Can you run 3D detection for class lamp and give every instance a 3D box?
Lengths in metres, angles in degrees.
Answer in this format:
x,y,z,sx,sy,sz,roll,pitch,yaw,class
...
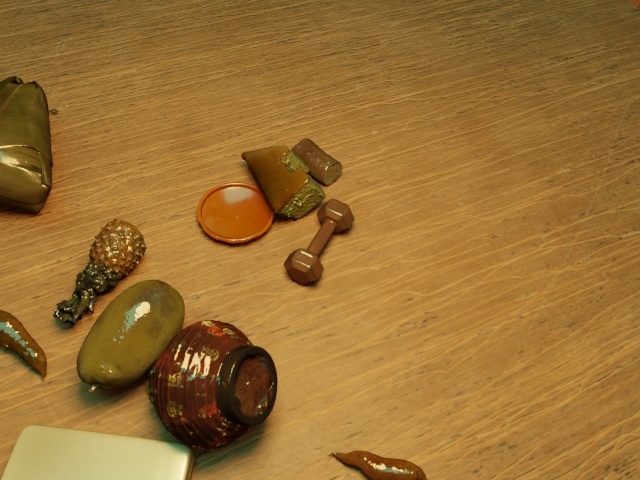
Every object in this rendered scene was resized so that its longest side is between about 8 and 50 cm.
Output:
x,y,z,sx,sy,sz,roll,pitch,yaw,class
-0.208,0.267,1.054,0.247,0.247,0.247,3,55,-4,lamp

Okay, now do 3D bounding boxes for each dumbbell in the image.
x,y,z,sx,sy,sz,roll,pitch,yaw,class
0.000,0.000,1.346,0.092,0.082,0.231,25,56,10,dumbbell

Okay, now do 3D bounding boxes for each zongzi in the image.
x,y,z,sx,sy,sz,roll,pitch,yaw,class
-0.823,-0.288,1.316,0.418,0.181,0.447,8,49,-35,zongzi

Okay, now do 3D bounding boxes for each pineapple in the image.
x,y,z,sx,sy,sz,roll,pitch,yaw,class
-0.485,0.072,1.225,0.125,0.125,0.251,24,61,11,pineapple

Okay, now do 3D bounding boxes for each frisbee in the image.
x,y,z,sx,sy,sz,roll,pitch,yaw,class
-0.210,-0.066,1.398,0.192,0.035,0.192,4,53,-5,frisbee

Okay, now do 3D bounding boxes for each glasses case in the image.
x,y,z,sx,sy,sz,roll,pitch,yaw,class
-0.394,0.420,1.011,0.312,0.070,0.131,7,54,-2,glasses case

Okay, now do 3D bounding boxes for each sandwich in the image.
x,y,z,sx,sy,sz,roll,pitch,yaw,class
-0.098,-0.169,1.419,0.128,0.122,0.236,-41,60,13,sandwich

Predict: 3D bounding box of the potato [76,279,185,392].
x,y,z,sx,sy,sz,roll,pitch,yaw,class
-0.375,0.192,1.109,0.159,0.174,0.251,13,54,28,potato

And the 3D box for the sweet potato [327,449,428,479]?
x,y,z,sx,sy,sz,roll,pitch,yaw,class
0.108,0.433,1.073,0.195,0.056,0.056,14,54,11,sweet potato

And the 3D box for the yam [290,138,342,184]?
x,y,z,sx,sy,sz,roll,pitch,yaw,class
-0.013,-0.210,1.496,0.127,0.084,0.084,39,60,23,yam

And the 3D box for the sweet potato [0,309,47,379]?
x,y,z,sx,sy,sz,roll,pitch,yaw,class
-0.650,0.185,1.157,0.274,0.067,0.067,37,59,13,sweet potato
